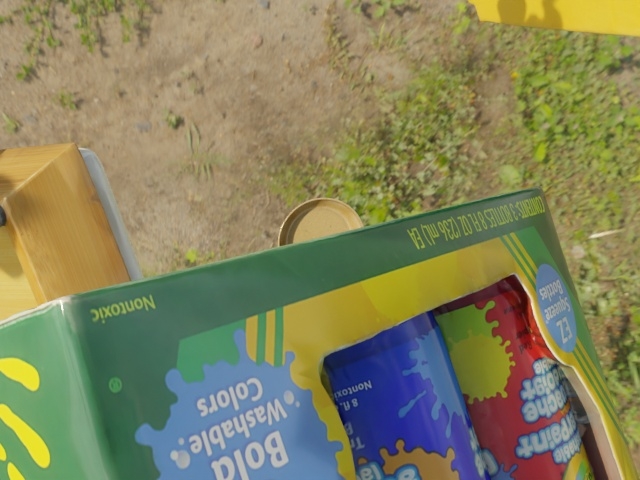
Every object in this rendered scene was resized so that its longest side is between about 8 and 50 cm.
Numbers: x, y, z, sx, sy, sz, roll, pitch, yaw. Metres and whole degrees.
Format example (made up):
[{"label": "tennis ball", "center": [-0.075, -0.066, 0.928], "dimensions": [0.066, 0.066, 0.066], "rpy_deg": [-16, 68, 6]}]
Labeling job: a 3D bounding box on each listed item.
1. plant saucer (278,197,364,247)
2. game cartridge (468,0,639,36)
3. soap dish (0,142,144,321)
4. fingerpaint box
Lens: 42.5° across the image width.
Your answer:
[{"label": "plant saucer", "center": [0.000, 0.000, 0.767], "dimensions": [0.083, 0.015, 0.083], "rpy_deg": [-3, 104, -14]}, {"label": "game cartridge", "center": [0.243, -0.376, 0.921], "dimensions": [0.052, 0.324, 0.285], "rpy_deg": [-29, 117, -14]}, {"label": "soap dish", "center": [-0.326, 0.024, 0.850], "dimensions": [0.118, 0.291, 0.229], "rpy_deg": [-42, 123, -49]}, {"label": "fingerpaint box", "center": [0.042, 0.181, 0.489], "dimensions": [0.445, 0.163, 0.371], "rpy_deg": [-12, 84, -52]}]
